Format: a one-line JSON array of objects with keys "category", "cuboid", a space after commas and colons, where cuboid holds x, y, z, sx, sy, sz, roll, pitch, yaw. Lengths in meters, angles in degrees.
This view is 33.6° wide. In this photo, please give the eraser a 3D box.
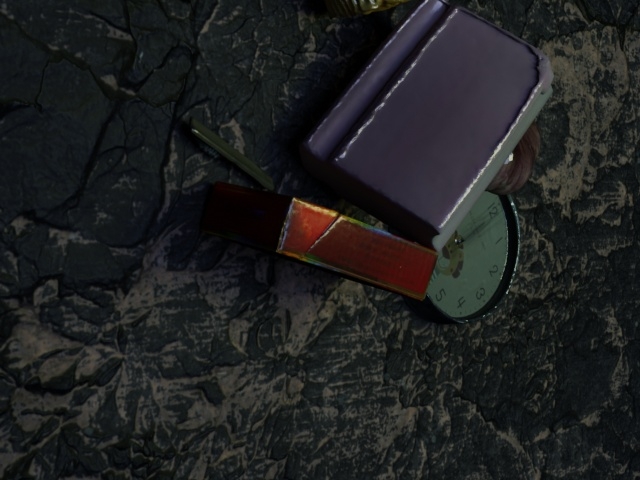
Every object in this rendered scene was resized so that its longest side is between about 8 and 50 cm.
[{"category": "eraser", "cuboid": [0.179, -0.197, 1.708, 0.359, 0.272, 0.122, -51, 162, -16]}]

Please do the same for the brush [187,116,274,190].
[{"category": "brush", "cuboid": [-0.139, -0.125, 1.611, 0.190, 0.027, 0.034, 35, 31, -42]}]

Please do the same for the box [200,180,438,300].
[{"category": "box", "cuboid": [0.001, 0.000, 1.618, 0.313, 0.197, 0.089, 19, 88, -41]}]

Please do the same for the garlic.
[{"category": "garlic", "cuboid": [0.286, -0.202, 1.861, 0.245, 0.160, 0.245, 21, 40, -18]}]

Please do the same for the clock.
[{"category": "clock", "cuboid": [0.252, 0.003, 1.945, 0.312, 0.061, 0.313, -1, 91, -42]}]

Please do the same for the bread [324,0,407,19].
[{"category": "bread", "cuboid": [0.104, -0.449, 1.729, 0.250, 0.179, 0.133, -29, 106, -39]}]
